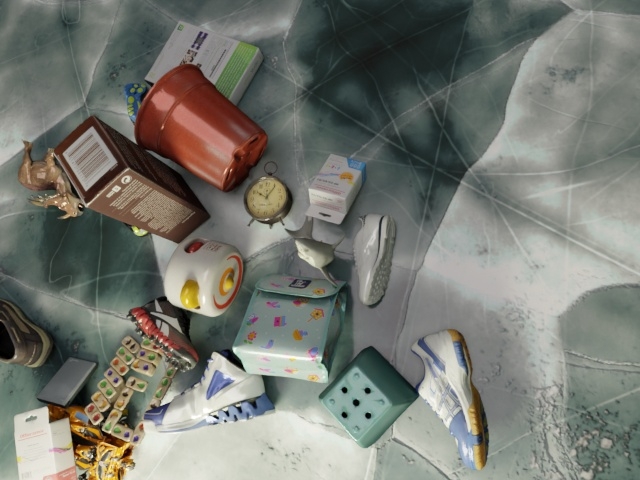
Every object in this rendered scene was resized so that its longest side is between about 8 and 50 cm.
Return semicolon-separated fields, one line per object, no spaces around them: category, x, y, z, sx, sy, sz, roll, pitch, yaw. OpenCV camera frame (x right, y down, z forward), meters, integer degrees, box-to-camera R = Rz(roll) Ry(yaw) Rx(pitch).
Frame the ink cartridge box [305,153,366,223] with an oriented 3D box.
ink cartridge box;0.039;-0.136;1.204;0.104;0.061;0.181;17;55;18

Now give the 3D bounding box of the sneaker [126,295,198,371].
sneaker;-0.387;0.231;1.212;0.135;0.097;0.276;-37;46;-29

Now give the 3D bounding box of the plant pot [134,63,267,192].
plant pot;-0.306;-0.287;1.263;0.265;0.272;0.272;36;87;4

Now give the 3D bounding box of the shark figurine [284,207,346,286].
shark figurine;0.010;0.006;1.156;0.166;0.278;0.116;44;95;-13

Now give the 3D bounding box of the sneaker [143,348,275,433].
sneaker;-0.276;0.375;1.169;0.315;0.127;0.182;-12;70;4

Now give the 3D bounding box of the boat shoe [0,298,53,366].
boat shoe;-0.952;0.255;1.356;0.355;0.130;0.132;20;82;18

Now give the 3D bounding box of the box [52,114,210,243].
box;-0.468;-0.139;1.201;0.143;0.381;0.191;-41;70;4

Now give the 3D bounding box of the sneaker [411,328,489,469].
sneaker;0.289;0.357;1.045;0.131;0.112;0.296;-18;67;23

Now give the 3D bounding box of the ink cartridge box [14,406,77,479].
ink cartridge box;-0.695;0.524;1.167;0.115;0.067;0.198;-17;78;12

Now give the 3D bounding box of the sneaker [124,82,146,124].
sneaker;-0.583;-0.430;1.467;0.067;0.078;0.188;-4;58;-17

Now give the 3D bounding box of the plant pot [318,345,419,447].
plant pot;0.097;0.343;1.015;0.165;0.234;0.166;-46;70;-1

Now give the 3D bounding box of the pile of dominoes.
pile of dominoes;-0.501;0.379;1.218;0.196;0.040;0.251;13;61;16

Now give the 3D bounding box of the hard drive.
hard drive;-0.696;0.390;1.277;0.094;0.022;0.135;7;41;16

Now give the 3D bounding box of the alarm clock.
alarm clock;-0.142;-0.129;1.284;0.129;0.064;0.192;0;78;14

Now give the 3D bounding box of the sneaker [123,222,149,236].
sneaker;-0.571;-0.115;1.370;0.084;0.097;0.235;-38;70;2

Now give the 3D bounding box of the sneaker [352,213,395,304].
sneaker;0.124;0.047;1.172;0.095;0.090;0.235;5;73;28

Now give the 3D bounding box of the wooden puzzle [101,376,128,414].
wooden puzzle;-0.567;0.429;1.278;0.078;0.014;0.116;-16;73;5

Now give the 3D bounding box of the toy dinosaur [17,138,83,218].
toy dinosaur;-0.881;-0.194;1.461;0.295;0.127;0.200;18;88;23

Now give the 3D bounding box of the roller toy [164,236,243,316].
roller toy;-0.292;0.093;1.195;0.146;0.209;0.191;13;74;16

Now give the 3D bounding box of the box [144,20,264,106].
box;-0.366;-0.537;1.449;0.322;0.058;0.232;26;84;20

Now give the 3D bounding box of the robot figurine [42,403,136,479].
robot figurine;-0.619;0.545;1.221;0.291;0.085;0.211;15;85;17

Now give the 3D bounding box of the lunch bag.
lunch bag;-0.060;0.190;1.126;0.223;0.160;0.262;3;50;17
